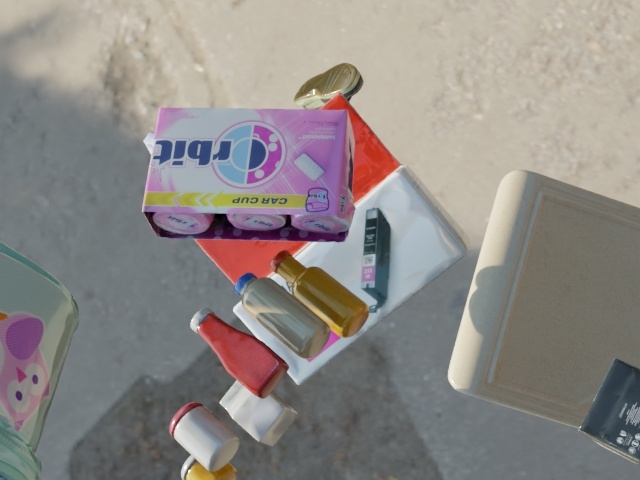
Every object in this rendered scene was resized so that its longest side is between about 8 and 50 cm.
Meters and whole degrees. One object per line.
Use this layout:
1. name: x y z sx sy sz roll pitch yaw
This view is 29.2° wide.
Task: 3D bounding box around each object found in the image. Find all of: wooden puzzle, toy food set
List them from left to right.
1. toy food set: -0.072 0.116 1.123 0.104 0.111 0.232 38 90 24
2. wooden puzzle: 0.259 0.069 1.173 0.239 0.044 0.221 17 81 -4

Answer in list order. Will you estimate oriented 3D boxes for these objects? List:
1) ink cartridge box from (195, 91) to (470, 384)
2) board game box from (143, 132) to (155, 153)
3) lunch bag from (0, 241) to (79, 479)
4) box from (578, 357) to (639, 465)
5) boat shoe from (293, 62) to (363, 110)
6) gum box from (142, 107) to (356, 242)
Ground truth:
1. ink cartridge box: 0.000 0.000 1.470 0.275 0.060 0.239 -40 95 19
2. board game box: -0.196 -0.109 1.738 0.090 0.090 0.020 16 61 28
3. lunch bag: -0.258 0.059 0.491 0.279 0.224 0.107 -25 46 35
4. box: 0.235 0.131 0.910 0.052 0.083 0.062 25 85 27
5. boat shoe: 0.020 -0.199 1.640 0.056 0.049 0.152 -60 24 -14
6. gum box: -0.058 -0.060 1.119 0.188 0.062 0.107 1 66 10
